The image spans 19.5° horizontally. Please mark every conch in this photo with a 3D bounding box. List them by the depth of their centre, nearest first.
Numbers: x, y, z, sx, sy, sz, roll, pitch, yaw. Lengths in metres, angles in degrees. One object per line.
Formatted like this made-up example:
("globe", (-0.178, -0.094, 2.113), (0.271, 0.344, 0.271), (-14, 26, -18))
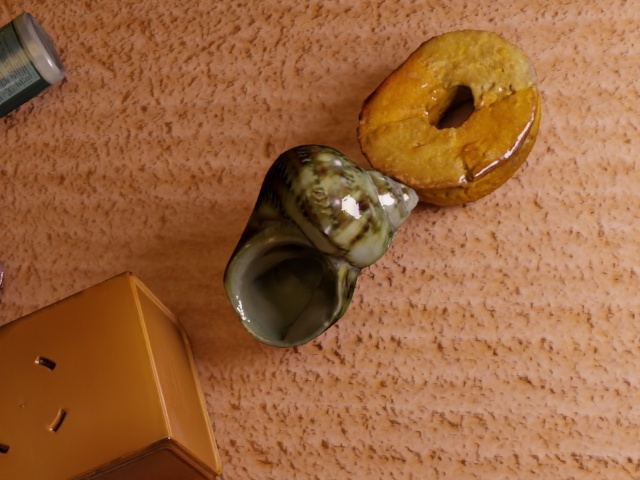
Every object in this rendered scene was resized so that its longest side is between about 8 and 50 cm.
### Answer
("conch", (0.002, -0.001, 1.811), (0.181, 0.124, 0.187), (-17, 86, 42))

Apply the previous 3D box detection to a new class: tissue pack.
("tissue pack", (-0.258, 0.187, 1.824), (0.274, 0.145, 0.194), (-23, 57, 11))

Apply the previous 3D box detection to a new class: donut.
("donut", (0.135, -0.115, 1.858), (0.174, 0.074, 0.190), (18, 69, 30))

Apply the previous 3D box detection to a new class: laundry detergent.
("laundry detergent", (-0.401, -0.162, 2.101), (0.225, 0.070, 0.099), (-32, 64, 4))

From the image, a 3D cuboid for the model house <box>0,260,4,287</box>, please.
("model house", (-0.457, 0.068, 1.966), (0.326, 0.169, 0.244), (-42, 64, -9))
